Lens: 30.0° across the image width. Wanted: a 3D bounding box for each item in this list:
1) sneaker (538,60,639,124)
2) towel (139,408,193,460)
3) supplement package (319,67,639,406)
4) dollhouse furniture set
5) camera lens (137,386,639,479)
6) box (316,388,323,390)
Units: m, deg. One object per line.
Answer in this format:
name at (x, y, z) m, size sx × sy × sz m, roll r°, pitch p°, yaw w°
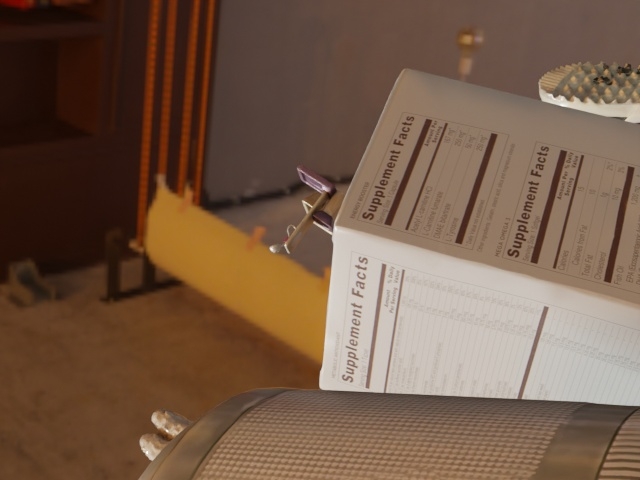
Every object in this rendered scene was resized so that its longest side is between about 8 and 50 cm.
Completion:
sneaker at (0.344, -0.072, 1.093) m, size 0.293 × 0.146 × 0.102 m, roll 14°, pitch -144°, yaw 27°
towel at (-0.011, 0.216, 0.919) m, size 0.187 × 0.049 × 0.282 m, roll 32°, pitch 171°, yaw -34°
supplement package at (0.136, 0.024, 0.633) m, size 0.244 × 0.139 × 0.134 m, roll 16°, pitch -133°, yaw 10°
dollhouse furniture set at (0.000, 0.000, 1.137) m, size 0.091 × 0.081 × 0.114 m, roll 33°, pitch 170°, yaw 15°
camera lens at (0.065, 0.166, 0.430) m, size 0.274 × 0.220 × 0.219 m, roll -2°, pitch -164°, yaw 29°
box at (0.123, 0.276, 1.344) m, size 0.242 × 0.308 × 0.076 m, roll -27°, pitch 172°, yaw -1°
